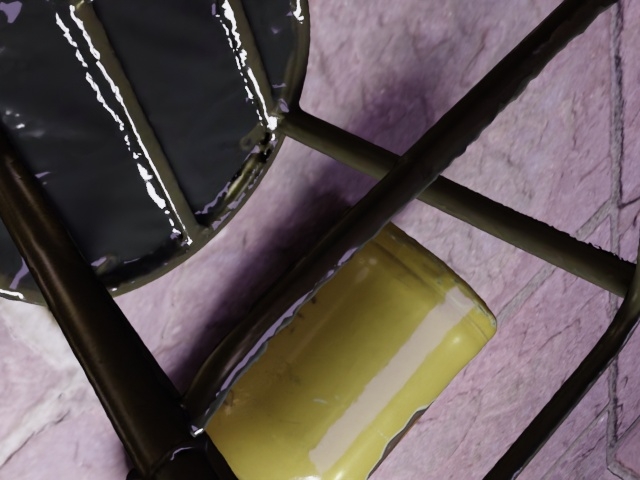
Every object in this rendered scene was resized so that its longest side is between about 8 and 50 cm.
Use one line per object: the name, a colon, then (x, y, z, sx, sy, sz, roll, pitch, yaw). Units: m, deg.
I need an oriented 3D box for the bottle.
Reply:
bottle: (-0.019, 0.151, 0.957, 0.351, 0.171, 0.171, -49, 148, -3)

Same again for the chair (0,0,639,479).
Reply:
chair: (0.000, 0.000, 0.597, 0.362, 0.410, 0.364, -45, 147, -16)
